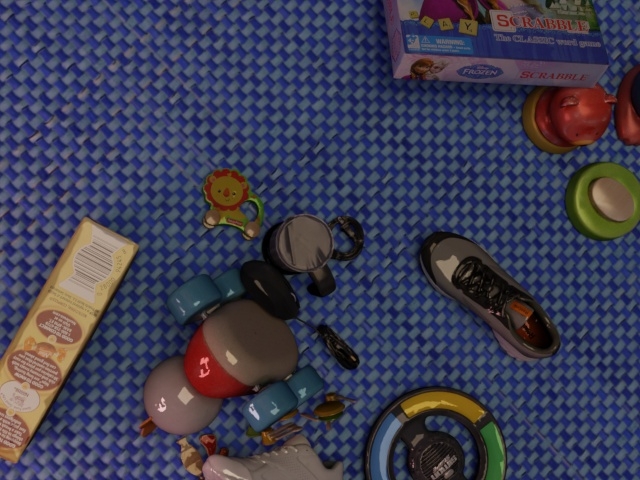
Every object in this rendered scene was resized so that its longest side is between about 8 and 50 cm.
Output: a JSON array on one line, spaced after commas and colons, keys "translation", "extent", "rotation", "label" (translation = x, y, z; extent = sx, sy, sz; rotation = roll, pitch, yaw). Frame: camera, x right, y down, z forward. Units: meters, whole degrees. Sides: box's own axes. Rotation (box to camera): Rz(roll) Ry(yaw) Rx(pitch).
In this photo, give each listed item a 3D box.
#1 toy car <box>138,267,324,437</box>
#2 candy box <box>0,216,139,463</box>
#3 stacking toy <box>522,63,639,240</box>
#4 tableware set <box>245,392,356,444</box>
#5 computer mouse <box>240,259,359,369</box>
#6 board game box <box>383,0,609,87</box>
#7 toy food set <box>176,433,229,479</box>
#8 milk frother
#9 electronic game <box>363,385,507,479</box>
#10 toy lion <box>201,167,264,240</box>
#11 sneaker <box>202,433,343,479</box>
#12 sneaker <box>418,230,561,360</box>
[{"translation": [-0.163, 0.197, 1.334], "extent": [0.238, 0.210, 0.219], "rotation": [-39, 81, 17], "label": "toy car"}, {"translation": [-0.358, 0.129, 1.269], "extent": [0.088, 0.183, 0.316], "rotation": [30, 81, -8], "label": "candy box"}, {"translation": [0.510, -0.156, 1.500], "extent": [0.309, 0.130, 0.279], "rotation": [-17, 90, -12], "label": "stacking toy"}, {"translation": [-0.029, 0.263, 1.380], "extent": [0.154, 0.104, 0.024], "rotation": [-20, 104, -33], "label": "tableware set"}, {"translation": [-0.023, 0.108, 1.382], "extent": [0.041, 0.071, 0.242], "rotation": [-41, 114, 18], "label": "computer mouse"}, {"translation": [0.251, -0.384, 1.432], "extent": [0.319, 0.066, 0.318], "rotation": [0, 63, -13], "label": "board game box"}, {"translation": [-0.158, 0.337, 1.383], "extent": [0.078, 0.019, 0.122], "rotation": [-19, 90, -12], "label": "toy food set"}, {"translation": [0.000, 0.000, 1.379], "extent": [0.129, 0.135, 0.143], "rotation": [42, 79, -7], "label": "milk frother"}, {"translation": [0.178, 0.339, 1.440], "extent": [0.229, 0.048, 0.229], "rotation": [1, 86, -12], "label": "electronic game"}, {"translation": [-0.131, -0.058, 1.410], "extent": [0.100, 0.034, 0.096], "rotation": [17, 76, -11], "label": "toy lion"}, {"translation": [-0.065, 0.333, 1.369], "extent": [0.232, 0.090, 0.115], "rotation": [24, 67, -29], "label": "sneaker"}, {"translation": [0.268, 0.081, 1.446], "extent": [0.271, 0.108, 0.100], "rotation": [41, 81, -6], "label": "sneaker"}]
